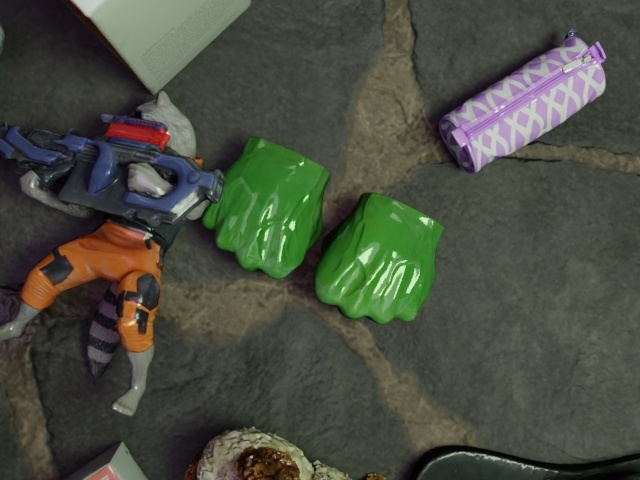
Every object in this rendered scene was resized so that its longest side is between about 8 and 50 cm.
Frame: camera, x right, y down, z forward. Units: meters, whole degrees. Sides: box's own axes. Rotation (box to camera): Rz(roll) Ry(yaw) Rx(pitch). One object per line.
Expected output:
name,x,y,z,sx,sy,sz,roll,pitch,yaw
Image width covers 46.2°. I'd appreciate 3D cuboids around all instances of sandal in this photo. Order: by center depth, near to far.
sandal,0.328,0.342,0.895,0.446,0.107,0.167,4,91,-4

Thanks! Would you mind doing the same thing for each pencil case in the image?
pencil case,0.241,-0.160,0.890,0.206,0.088,0.086,-34,91,-2

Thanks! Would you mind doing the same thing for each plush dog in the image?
plush dog,-0.037,0.293,0.829,0.225,0.262,0.210,44,54,-13

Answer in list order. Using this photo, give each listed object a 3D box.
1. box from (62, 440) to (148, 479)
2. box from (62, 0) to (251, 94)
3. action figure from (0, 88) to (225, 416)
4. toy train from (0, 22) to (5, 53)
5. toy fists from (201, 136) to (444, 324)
box,-0.268,0.338,0.855,0.170,0.091,0.130,-34,93,-3
box,-0.199,-0.299,0.722,0.168,0.345,0.215,-44,93,-3
action figure,-0.253,-0.018,0.848,0.341,0.178,0.330,22,82,25
toy train,-0.505,-0.187,0.765,0.334,0.142,0.190,1,62,-14
toy fists,0.000,0.000,0.872,0.279,0.096,0.142,26,79,-3
